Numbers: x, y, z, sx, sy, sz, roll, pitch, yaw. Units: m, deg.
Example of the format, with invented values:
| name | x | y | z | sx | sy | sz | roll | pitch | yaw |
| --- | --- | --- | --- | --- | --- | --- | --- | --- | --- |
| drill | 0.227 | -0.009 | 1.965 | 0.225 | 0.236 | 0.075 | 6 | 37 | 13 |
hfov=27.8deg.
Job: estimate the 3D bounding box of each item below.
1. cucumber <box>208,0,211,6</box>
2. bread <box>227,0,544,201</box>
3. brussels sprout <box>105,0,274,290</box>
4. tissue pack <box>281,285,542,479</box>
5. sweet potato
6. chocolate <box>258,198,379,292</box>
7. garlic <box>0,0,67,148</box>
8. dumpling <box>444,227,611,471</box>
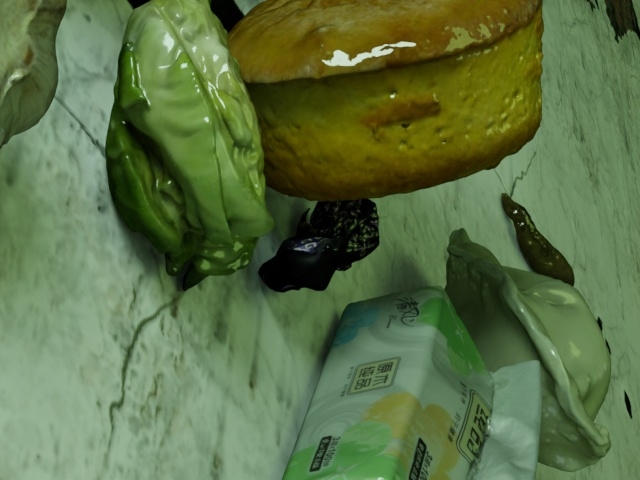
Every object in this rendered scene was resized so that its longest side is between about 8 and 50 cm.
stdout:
| name | x | y | z | sx | sy | sz | roll | pitch | yaw |
| --- | --- | --- | --- | --- | --- | --- | --- | --- | --- |
| cucumber | -0.097 | -0.246 | 0.919 | 0.069 | 0.069 | 0.227 | 31 | 50 | -55 |
| bread | 0.044 | -0.125 | 0.932 | 0.268 | 0.268 | 0.145 | -53 | 133 | -61 |
| brussels sprout | -0.079 | -0.064 | 0.800 | 0.139 | 0.100 | 0.181 | -55 | 123 | -72 |
| tissue pack | 0.083 | 0.154 | 0.927 | 0.159 | 0.145 | 0.229 | 61 | 27 | -22 |
| sweet potato | 0.253 | 0.009 | 1.510 | 0.153 | 0.038 | 0.041 | 50 | 10 | -24 |
| chocolate | -0.002 | 0.002 | 0.948 | 0.070 | 0.072 | 0.147 | 51 | 19 | 7 |
| garlic | -0.189 | -0.096 | 0.584 | 0.159 | 0.102 | 0.147 | -31 | 116 | -53 |
| dumpling | 0.164 | 0.085 | 1.104 | 0.258 | 0.147 | 0.193 | 53 | -16 | 49 |
